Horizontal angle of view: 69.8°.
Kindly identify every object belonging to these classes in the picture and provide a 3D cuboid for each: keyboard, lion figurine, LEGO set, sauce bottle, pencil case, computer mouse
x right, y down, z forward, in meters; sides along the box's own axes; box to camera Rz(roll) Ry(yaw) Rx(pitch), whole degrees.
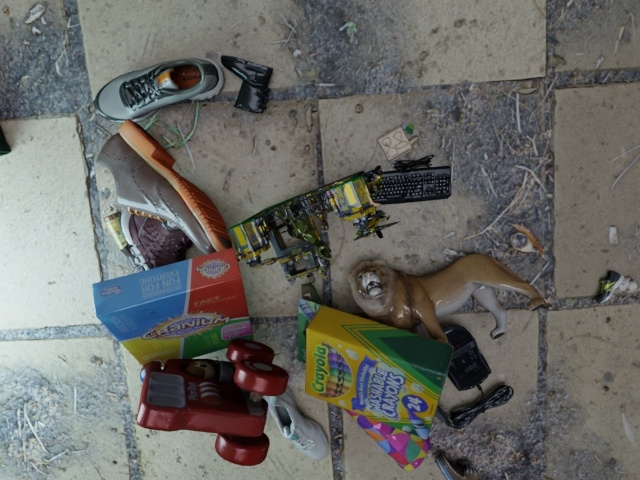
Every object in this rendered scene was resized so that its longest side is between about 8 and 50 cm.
[{"bbox_3d":[0.191,-0.131,1.002,0.192,0.038,0.100,-6,99,0],"label":"keyboard"},{"bbox_3d":[0.271,0.111,0.994,0.393,0.240,0.142,-14,144,-13],"label":"lion figurine"},{"bbox_3d":[0.000,0.000,0.921,0.332,0.255,0.192,-22,99,7],"label":"LEGO set"},{"bbox_3d":[-0.433,0.000,1.019,0.042,0.042,0.128,-26,97,4],"label":"sauce bottle"},{"bbox_3d":[0.151,0.421,1.066,0.104,0.104,0.236,-42,99,6],"label":"pencil case"},{"bbox_3d":[0.309,0.315,1.072,0.184,0.060,0.262,-38,106,6],"label":"computer mouse"}]

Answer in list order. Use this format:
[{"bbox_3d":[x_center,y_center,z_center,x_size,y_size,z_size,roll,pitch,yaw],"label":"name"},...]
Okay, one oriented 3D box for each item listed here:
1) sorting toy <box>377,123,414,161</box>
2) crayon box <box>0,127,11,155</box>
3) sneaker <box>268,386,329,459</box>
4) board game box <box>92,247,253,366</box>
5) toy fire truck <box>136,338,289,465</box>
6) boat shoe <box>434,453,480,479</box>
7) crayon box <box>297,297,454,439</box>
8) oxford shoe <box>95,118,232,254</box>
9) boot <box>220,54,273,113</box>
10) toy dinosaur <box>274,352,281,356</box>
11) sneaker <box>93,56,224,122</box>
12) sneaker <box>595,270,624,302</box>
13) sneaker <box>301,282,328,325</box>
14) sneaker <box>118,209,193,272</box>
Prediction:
[{"bbox_3d":[0.174,-0.217,0.999,0.083,0.012,0.062,-29,94,8],"label":"sorting toy"},{"bbox_3d":[-0.854,-0.236,0.958,0.319,0.081,0.202,-16,100,3],"label":"crayon box"},{"bbox_3d":[-0.056,0.444,1.070,0.080,0.094,0.212,-36,98,4],"label":"sneaker"},{"bbox_3d":[-0.264,0.148,0.899,0.243,0.316,0.064,-15,60,-12],"label":"board game box"},{"bbox_3d":[-0.218,0.288,0.889,0.254,0.302,0.169,16,90,-19],"label":"toy fire truck"},{"bbox_3d":[0.349,0.571,1.114,0.066,0.066,0.183,-42,107,2],"label":"boat shoe"},{"bbox_3d":[0.084,0.259,0.935,0.323,0.083,0.202,15,127,18],"label":"crayon box"},{"bbox_3d":[-0.316,-0.081,0.928,0.133,0.130,0.363,-43,72,0],"label":"oxford shoe"},{"bbox_3d":[-0.161,-0.326,0.966,0.121,0.045,0.099,16,105,-1],"label":"boot"},{"bbox_3d":[-0.170,0.347,1.080,0.113,0.064,0.211,3,107,-24],"label":"toy dinosaur"},{"bbox_3d":[-0.338,-0.315,0.934,0.272,0.108,0.100,-16,101,4],"label":"sneaker"},{"bbox_3d":[0.654,0.105,1.051,0.035,0.031,0.083,36,94,8],"label":"sneaker"},{"bbox_3d":[0.016,0.179,1.040,0.086,0.064,0.191,-11,107,4],"label":"sneaker"},{"bbox_3d":[-0.308,0.038,0.997,0.163,0.106,0.281,-21,98,0],"label":"sneaker"}]
